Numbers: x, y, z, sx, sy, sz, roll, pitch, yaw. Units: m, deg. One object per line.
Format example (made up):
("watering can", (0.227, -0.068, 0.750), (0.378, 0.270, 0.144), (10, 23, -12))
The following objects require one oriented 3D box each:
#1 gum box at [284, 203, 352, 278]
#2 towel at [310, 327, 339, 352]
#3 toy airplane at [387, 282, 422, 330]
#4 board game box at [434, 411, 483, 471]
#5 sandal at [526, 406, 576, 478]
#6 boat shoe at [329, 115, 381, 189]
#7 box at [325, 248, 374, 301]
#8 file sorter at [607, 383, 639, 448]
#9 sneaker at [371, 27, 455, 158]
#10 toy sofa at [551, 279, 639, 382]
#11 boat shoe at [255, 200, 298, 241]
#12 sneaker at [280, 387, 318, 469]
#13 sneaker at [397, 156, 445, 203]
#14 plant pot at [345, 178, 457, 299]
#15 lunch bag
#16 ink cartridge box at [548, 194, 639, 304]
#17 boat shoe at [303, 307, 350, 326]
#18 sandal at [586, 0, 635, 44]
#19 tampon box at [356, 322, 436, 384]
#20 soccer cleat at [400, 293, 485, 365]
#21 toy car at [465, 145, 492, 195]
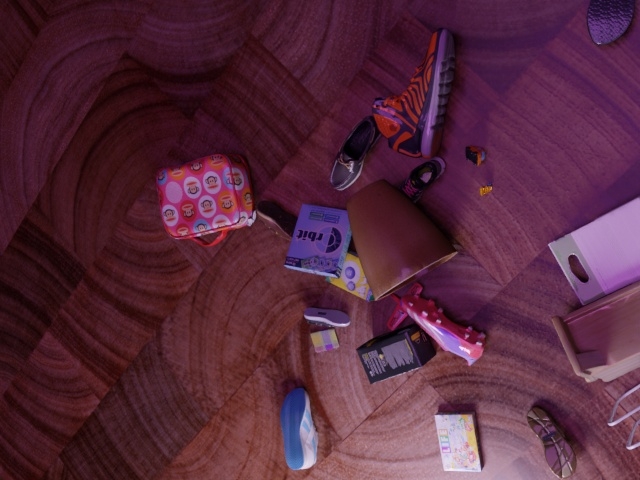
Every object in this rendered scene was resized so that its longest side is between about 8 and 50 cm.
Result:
("gum box", (0.000, 0.000, 1.933), (0.157, 0.041, 0.184), (10, 76, 24))
("towel", (0.012, 0.285, 2.030), (0.083, 0.009, 0.060), (-18, 88, 28))
("toy airplane", (0.208, 0.164, 1.900), (0.151, 0.028, 0.151), (1, 92, 24))
("board game box", (0.366, 0.531, 1.872), (0.103, 0.026, 0.154), (-9, 93, 29))
("sandal", (0.575, 0.496, 1.751), (0.072, 0.049, 0.180), (-36, 66, 21))
("boat shoe", (0.084, -0.232, 1.885), (0.081, 0.068, 0.228), (39, 112, 18))
("box", (0.085, 0.084, 1.932), (0.179, 0.043, 0.105), (24, 108, 38))
("file sorter", (0.792, 0.438, 1.548), (0.173, 0.193, 0.278), (-45, 77, 28))
("sneaker", (0.223, -0.371, 1.763), (0.180, 0.124, 0.321), (16, 104, 24))
("toy sofa", (0.728, 0.178, 1.585), (0.362, 0.177, 0.150), (-33, 57, 27))
("boat shoe", (-0.111, -0.044, 2.025), (0.178, 0.064, 0.060), (36, 145, 10))
("sneaker", (-0.057, 0.546, 2.065), (0.087, 0.092, 0.229), (-10, 73, 30))
("sneaker", (0.243, -0.147, 1.811), (0.170, 0.075, 0.063), (-44, 77, 26))
("plant pot", (0.177, -0.017, 1.778), (0.237, 0.237, 0.254), (-35, 78, 27))
("lunch bag", (-0.338, -0.113, 2.093), (0.293, 0.120, 0.258), (-9, 94, 28))
("ink cartridge box", (0.673, 0.023, 1.625), (0.235, 0.056, 0.171), (-32, 82, 30))
("boat shoe", (0.021, 0.222, 2.001), (0.142, 0.049, 0.040), (10, 135, 24))
("sandal", (0.645, -0.557, 1.565), (0.097, 0.054, 0.255), (5, 90, 20))
("tampon box", (0.201, 0.294, 1.871), (0.161, 0.120, 0.101), (-25, 86, 28))
("soccer cleat", (0.306, 0.230, 1.825), (0.248, 0.083, 0.095), (30, 123, 12))
("toy car", (0.396, -0.178, 1.762), (0.040, 0.060, 0.122), (-20, 109, -14))
